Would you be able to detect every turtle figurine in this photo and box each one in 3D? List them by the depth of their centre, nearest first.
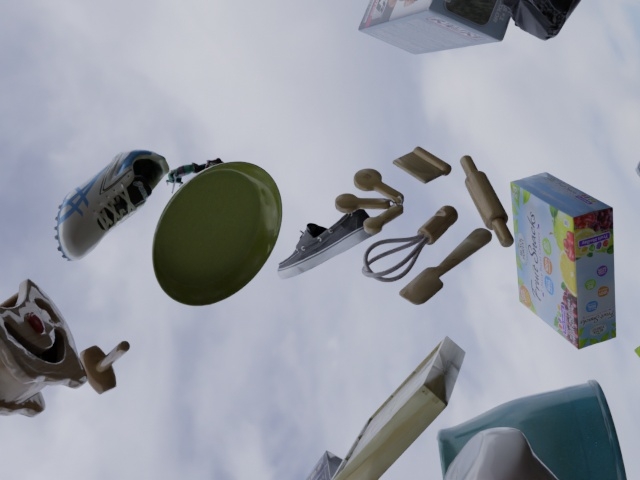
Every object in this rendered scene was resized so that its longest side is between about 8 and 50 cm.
[{"bbox_3d":[-0.236,-0.120,2.025,0.175,0.118,0.234,30,179,-21],"label":"turtle figurine"}]

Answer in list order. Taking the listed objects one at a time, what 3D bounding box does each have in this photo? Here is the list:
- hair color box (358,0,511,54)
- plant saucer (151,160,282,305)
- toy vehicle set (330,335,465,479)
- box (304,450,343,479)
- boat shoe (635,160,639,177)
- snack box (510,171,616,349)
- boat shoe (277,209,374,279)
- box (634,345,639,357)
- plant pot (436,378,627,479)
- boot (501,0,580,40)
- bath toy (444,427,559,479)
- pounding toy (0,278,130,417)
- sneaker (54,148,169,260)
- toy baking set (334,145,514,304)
[{"bbox_3d":[0.178,-0.378,1.359,0.114,0.185,0.374,20,-176,-14],"label":"hair color box"},{"bbox_3d":[-0.162,-0.014,1.450,0.037,0.241,0.241,32,-178,40],"label":"plant saucer"},{"bbox_3d":[0.099,0.211,1.153,0.035,0.166,0.267,42,-167,6],"label":"toy vehicle set"},{"bbox_3d":[-0.026,0.463,1.457,0.056,0.231,0.183,33,-170,-11],"label":"box"},{"bbox_3d":[0.631,-0.068,1.442,0.306,0.105,0.113,33,-149,-7],"label":"boat shoe"},{"bbox_3d":[0.350,0.026,1.375,0.174,0.070,0.207,-131,30,-62],"label":"snack box"},{"bbox_3d":[0.000,0.000,1.708,0.080,0.228,0.076,-27,-90,-52],"label":"boat shoe"},{"bbox_3d":[0.481,0.121,1.129,0.042,0.178,0.109,7,-137,-54],"label":"box"},{"bbox_3d":[0.314,0.364,1.445,0.271,0.255,0.271,-9,-90,-84],"label":"plant pot"},{"bbox_3d":[0.297,-0.323,1.098,0.094,0.207,0.246,37,-177,23],"label":"boot"},{"bbox_3d":[0.142,0.297,0.736,0.129,0.151,0.348,29,-147,-2],"label":"bath toy"},{"bbox_3d":[-0.326,0.103,1.111,0.154,0.155,0.269,57,-176,16],"label":"pounding toy"},{"bbox_3d":[-0.304,-0.059,1.390,0.237,0.086,0.085,-59,-45,-43],"label":"sneaker"},{"bbox_3d":[0.128,-0.021,1.136,0.256,0.197,0.030,-113,12,-45],"label":"toy baking set"}]
